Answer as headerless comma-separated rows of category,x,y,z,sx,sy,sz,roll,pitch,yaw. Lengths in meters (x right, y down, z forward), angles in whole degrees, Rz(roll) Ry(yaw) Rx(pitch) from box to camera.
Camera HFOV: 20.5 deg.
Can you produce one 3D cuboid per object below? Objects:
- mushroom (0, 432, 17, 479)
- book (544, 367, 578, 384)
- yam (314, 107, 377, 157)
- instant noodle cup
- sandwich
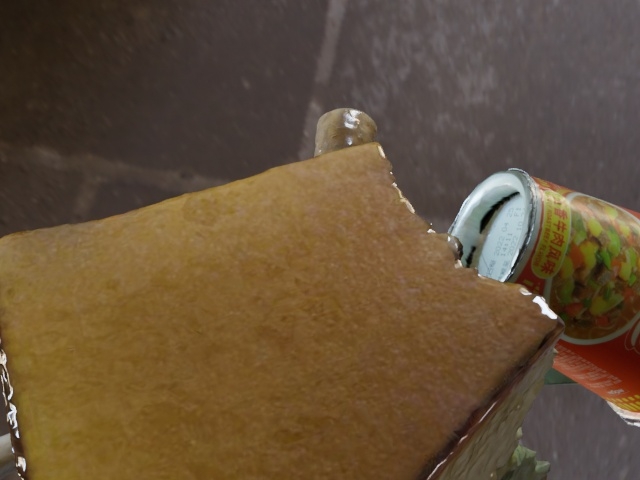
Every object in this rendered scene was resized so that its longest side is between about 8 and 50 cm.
mushroom,-0.321,0.215,1.679,0.202,0.059,0.054,-21,66,-9
book,0.201,0.099,1.823,0.135,0.017,0.103,-2,93,1
yam,0.000,0.000,1.556,0.066,0.066,0.300,8,51,9
instant noodle cup,0.225,0.038,1.531,0.212,0.193,0.193,24,80,-25
sandwich,-0.005,0.085,0.594,0.186,0.108,0.220,-14,49,-7
